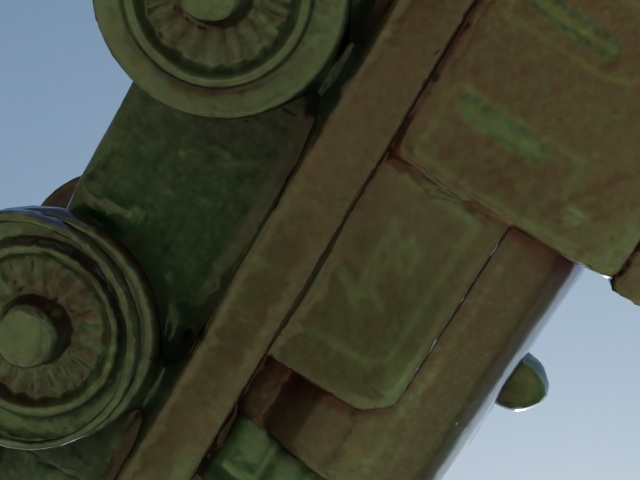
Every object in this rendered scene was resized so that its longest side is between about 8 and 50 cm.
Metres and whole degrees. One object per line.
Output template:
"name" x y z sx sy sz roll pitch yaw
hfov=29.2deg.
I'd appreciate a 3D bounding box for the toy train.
"toy train" 0.000 0.000 0.452 0.221 0.150 0.304 31 -75 0
